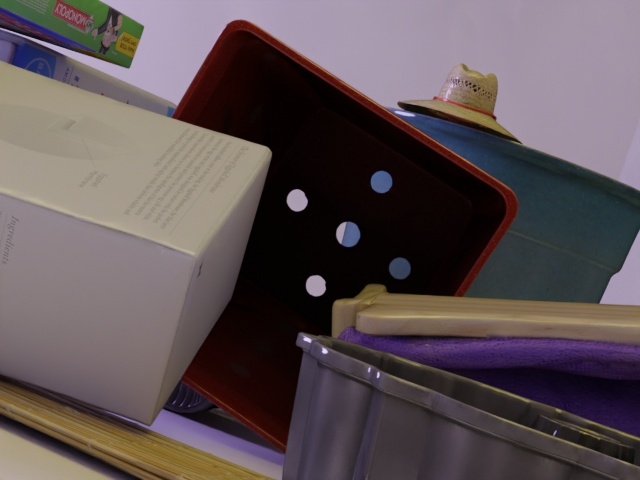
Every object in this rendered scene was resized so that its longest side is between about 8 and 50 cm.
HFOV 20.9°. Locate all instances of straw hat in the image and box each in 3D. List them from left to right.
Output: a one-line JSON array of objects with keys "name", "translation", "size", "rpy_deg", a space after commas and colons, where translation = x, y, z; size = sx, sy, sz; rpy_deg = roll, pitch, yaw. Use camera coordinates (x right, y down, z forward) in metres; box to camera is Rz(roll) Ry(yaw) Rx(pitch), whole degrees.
[{"name": "straw hat", "translation": [0.149, -0.145, 1.752], "size": [0.144, 0.061, 0.144], "rpy_deg": [18, 0, 0]}]

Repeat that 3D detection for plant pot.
[{"name": "plant pot", "translation": [0.000, 0.000, 1.442], "size": [0.267, 0.267, 0.236], "rpy_deg": [34, 11, 9]}, {"name": "plant pot", "translation": [0.149, 0.063, 1.881], "size": [0.341, 0.334, 0.341], "rpy_deg": [20, 0, 0]}]

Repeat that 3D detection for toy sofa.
[{"name": "toy sofa", "translation": [0.188, 0.119, 1.207], "size": [0.362, 0.150, 0.177], "rpy_deg": [2, 7, 8]}]

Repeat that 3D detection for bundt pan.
[{"name": "bundt pan", "translation": [0.124, 0.159, 0.945], "size": [0.330, 0.124, 0.331], "rpy_deg": [19, 0, 0]}]

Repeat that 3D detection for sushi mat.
[{"name": "sushi mat", "translation": [-0.160, 0.117, 1.132], "size": [0.316, 0.019, 0.151], "rpy_deg": [18, 0, 30]}]

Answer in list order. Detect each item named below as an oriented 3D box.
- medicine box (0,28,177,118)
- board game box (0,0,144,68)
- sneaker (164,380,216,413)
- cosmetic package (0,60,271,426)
[{"name": "medicine box", "translation": [-0.303, -0.057, 1.681], "size": [0.149, 0.264, 0.289], "rpy_deg": [19, 0, 27]}, {"name": "board game box", "translation": [-0.300, -0.219, 1.447], "size": [0.213, 0.046, 0.317], "rpy_deg": [20, 0, 16]}, {"name": "sneaker", "translation": [-0.167, 0.093, 1.525], "size": [0.222, 0.083, 0.118], "rpy_deg": [30, -1, 19]}, {"name": "cosmetic package", "translation": [-0.176, -0.006, 1.223], "size": [0.224, 0.138, 0.224], "rpy_deg": [17, 23, 5]}]
